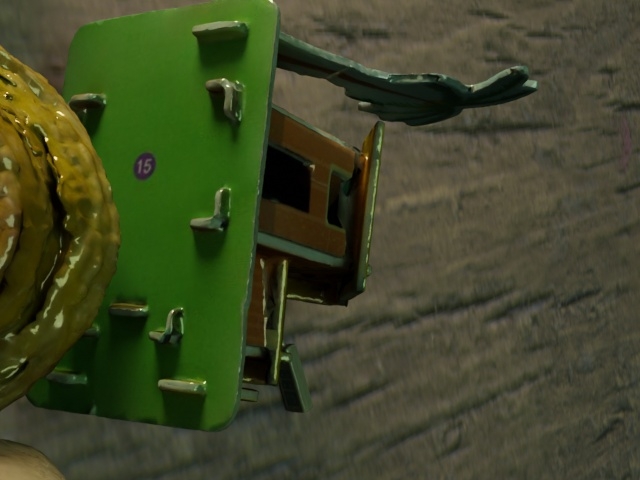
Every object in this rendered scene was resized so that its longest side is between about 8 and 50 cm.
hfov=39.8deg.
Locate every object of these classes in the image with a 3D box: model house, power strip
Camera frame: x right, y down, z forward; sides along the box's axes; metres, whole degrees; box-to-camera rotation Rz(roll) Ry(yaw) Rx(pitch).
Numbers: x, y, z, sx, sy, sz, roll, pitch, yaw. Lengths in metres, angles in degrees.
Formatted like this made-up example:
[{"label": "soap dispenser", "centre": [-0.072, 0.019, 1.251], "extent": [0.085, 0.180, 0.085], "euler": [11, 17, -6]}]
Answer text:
[{"label": "model house", "centre": [0.000, 0.000, 0.723], "extent": [0.324, 0.340, 0.300], "euler": [19, 74, -59]}, {"label": "power strip", "centre": [-0.030, 0.138, 0.903], "extent": [0.017, 0.027, 0.083], "euler": [-26, 104, -46]}]

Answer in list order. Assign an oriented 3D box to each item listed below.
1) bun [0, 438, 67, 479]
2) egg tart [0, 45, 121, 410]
[{"label": "bun", "centre": [-0.247, 0.244, 0.480], "extent": [0.205, 0.282, 0.281], "euler": [10, 79, -40]}, {"label": "egg tart", "centre": [-0.261, -0.010, 0.525], "extent": [0.294, 0.123, 0.293], "euler": [4, 80, -24]}]
